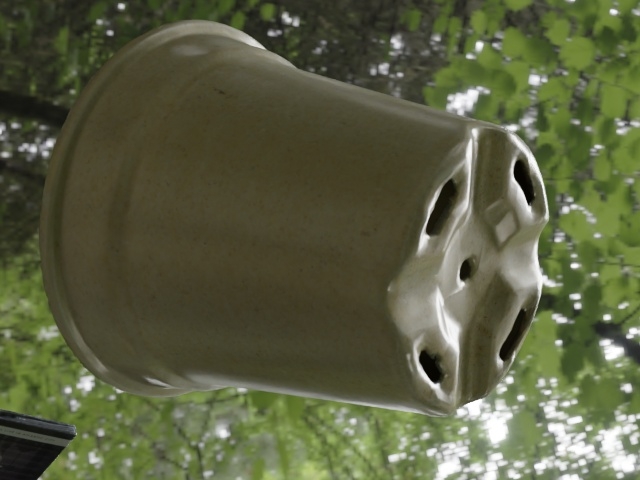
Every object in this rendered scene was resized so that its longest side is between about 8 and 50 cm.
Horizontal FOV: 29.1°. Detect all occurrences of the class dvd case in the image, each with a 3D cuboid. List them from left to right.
[{"bbox_3d":[-0.387,0.249,1.314,0.221,0.164,0.018,-47,-139,28],"label":"dvd case"}]

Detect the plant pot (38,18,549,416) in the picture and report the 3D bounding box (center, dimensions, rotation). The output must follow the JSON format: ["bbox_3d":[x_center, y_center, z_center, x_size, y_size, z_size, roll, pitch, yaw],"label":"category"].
[{"bbox_3d":[0.000,0.000,0.996,0.305,0.333,0.334,13,-81,37],"label":"plant pot"}]
